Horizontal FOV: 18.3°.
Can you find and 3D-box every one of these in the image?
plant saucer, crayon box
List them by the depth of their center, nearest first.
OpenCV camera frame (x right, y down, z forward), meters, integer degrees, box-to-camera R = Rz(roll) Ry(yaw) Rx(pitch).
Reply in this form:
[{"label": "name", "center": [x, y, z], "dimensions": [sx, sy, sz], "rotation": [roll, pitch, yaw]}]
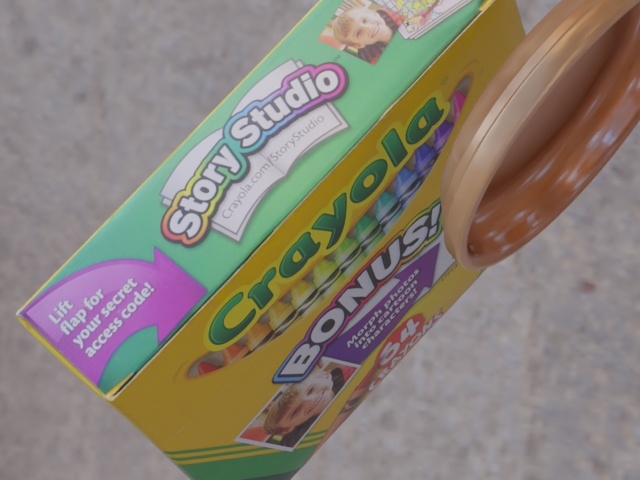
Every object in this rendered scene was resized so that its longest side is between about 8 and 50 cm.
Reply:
[{"label": "plant saucer", "center": [0.130, -0.072, 1.083], "dimensions": [0.037, 0.200, 0.200], "rotation": [41, 112, 18]}, {"label": "crayon box", "center": [0.000, 0.000, 1.372], "dimensions": [0.106, 0.313, 0.363], "rotation": [40, 82, 23]}]
